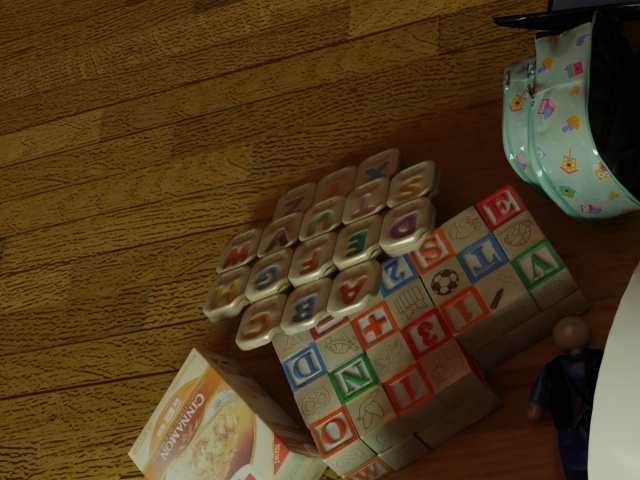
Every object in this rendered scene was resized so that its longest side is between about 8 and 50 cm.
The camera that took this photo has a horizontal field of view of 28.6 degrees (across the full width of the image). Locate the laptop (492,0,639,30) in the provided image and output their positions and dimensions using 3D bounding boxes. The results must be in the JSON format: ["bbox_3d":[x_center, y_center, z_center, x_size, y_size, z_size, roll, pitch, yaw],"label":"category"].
[{"bbox_3d":[0.339,-0.308,1.370,0.234,0.264,0.137,-2,95,30],"label":"laptop"}]

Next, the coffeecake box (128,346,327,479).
[{"bbox_3d":[-0.097,0.223,1.291,0.185,0.068,0.142,40,102,41],"label":"coffeecake box"}]

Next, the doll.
[{"bbox_3d":[0.255,0.155,1.170,0.129,0.046,0.189,-20,54,16],"label":"doll"}]

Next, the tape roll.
[{"bbox_3d":[0.317,0.127,0.998,0.100,0.286,0.286,11,66,34],"label":"tape roll"}]

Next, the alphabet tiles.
[{"bbox_3d":[0.000,0.000,1.367,0.284,0.021,0.278,-21,31,26],"label":"alphabet tiles"}]

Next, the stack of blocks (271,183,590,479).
[{"bbox_3d":[0.115,0.097,1.263,0.297,0.087,0.171,-33,49,7],"label":"stack of blocks"}]

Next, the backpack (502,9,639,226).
[{"bbox_3d":[0.267,-0.111,1.263,0.144,0.166,0.188,-22,47,31],"label":"backpack"}]
